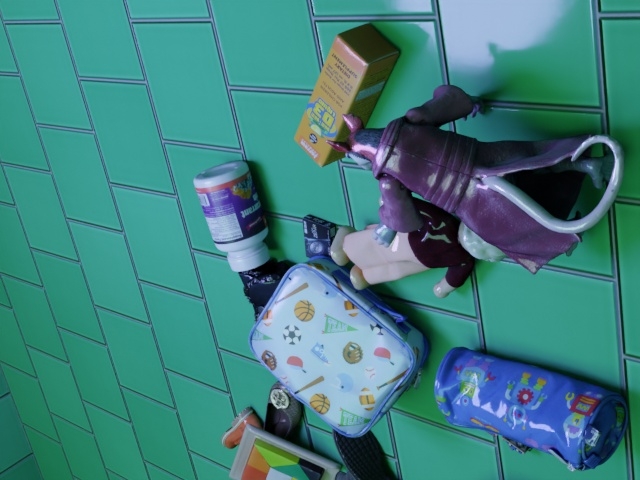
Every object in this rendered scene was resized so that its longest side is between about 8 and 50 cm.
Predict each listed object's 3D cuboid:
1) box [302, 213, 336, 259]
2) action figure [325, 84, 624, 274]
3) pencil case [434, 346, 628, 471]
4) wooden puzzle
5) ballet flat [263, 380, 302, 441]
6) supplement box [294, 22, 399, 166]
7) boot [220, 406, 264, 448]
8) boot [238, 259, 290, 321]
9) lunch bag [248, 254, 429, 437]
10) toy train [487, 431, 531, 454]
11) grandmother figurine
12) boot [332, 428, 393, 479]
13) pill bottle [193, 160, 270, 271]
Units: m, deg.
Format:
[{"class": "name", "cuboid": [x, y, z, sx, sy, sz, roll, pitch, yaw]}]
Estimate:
[{"class": "box", "cuboid": [0.000, 0.000, 1.749, 0.067, 0.018, 0.083, 22, 129, 37]}, {"class": "action figure", "cuboid": [0.180, -0.076, 1.278, 0.370, 0.276, 0.248, 18, 98, 3]}, {"class": "pencil case", "cuboid": [0.318, 0.261, 1.492, 0.306, 0.133, 0.119, 13, 157, 43]}, {"class": "wooden puzzle", "cuboid": [-0.084, 0.511, 2.096, 0.220, 0.044, 0.239, 23, 136, 4]}, {"class": "ballet flat", "cuboid": [-0.094, 0.398, 2.082, 0.084, 0.058, 0.250, 37, 137, 24]}, {"class": "supplement box", "cuboid": [0.037, -0.224, 1.515, 0.078, 0.080, 0.233, 46, 142, 18]}, {"class": "boot", "cuboid": [-0.175, 0.454, 2.210, 0.084, 0.059, 0.158, 45, 139, 9]}, {"class": "boot", "cuboid": [-0.056, 0.152, 1.848, 0.246, 0.094, 0.207, 20, 132, 46]}, {"class": "lunch bag", "cuboid": [0.038, 0.184, 1.704, 0.303, 0.115, 0.243, 38, 110, 14]}, {"class": "toy train", "cuboid": [0.292, 0.315, 1.637, 0.158, 0.027, 0.036, 33, 139, 29]}, {"class": "grandmother figurine", "cuboid": [0.166, 0.001, 1.517, 0.342, 0.104, 0.208, -10, 134, 47]}, {"class": "boot", "cuboid": [0.068, 0.474, 1.946, 0.247, 0.083, 0.161, 60, 147, 0]}, {"class": "pill bottle", "cuboid": [-0.161, -0.044, 1.822, 0.108, 0.108, 0.194, 3, 117, 46]}]
